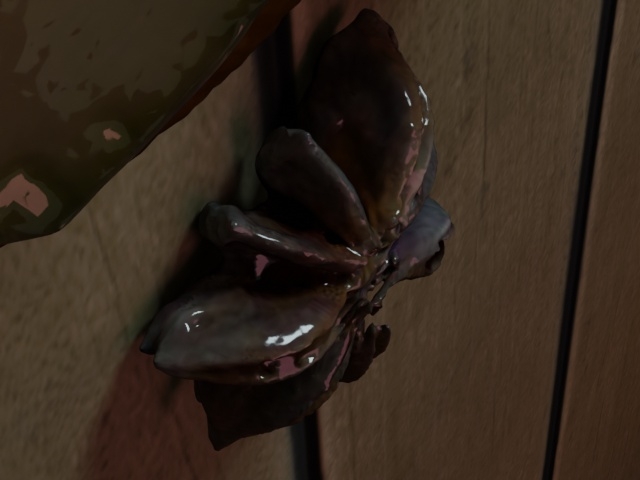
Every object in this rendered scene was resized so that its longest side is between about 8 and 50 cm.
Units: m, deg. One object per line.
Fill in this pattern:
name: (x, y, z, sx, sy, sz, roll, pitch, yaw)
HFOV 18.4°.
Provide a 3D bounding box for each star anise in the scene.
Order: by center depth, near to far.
star anise: (0.000, 0.000, 1.017, 0.229, 0.093, 0.236, -14, 124, -59)

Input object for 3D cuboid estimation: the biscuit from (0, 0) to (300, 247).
biscuit: (-0.117, -0.047, 0.507, 0.318, 0.040, 0.318, -33, 168, -8)

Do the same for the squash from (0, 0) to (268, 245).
squash: (-0.120, -0.092, 0.250, 0.189, 0.260, 0.189, -46, -171, 9)
